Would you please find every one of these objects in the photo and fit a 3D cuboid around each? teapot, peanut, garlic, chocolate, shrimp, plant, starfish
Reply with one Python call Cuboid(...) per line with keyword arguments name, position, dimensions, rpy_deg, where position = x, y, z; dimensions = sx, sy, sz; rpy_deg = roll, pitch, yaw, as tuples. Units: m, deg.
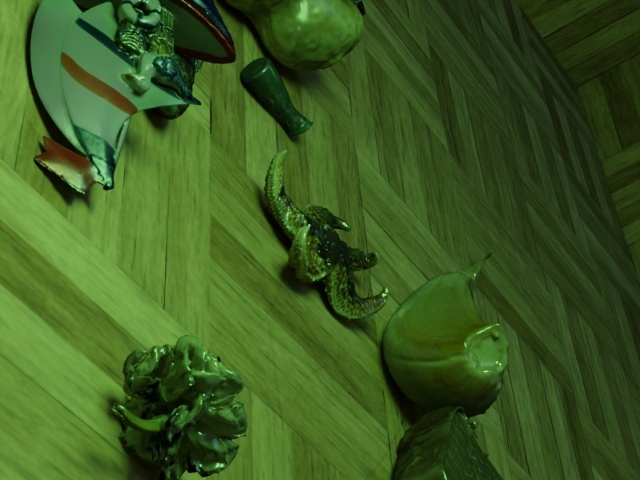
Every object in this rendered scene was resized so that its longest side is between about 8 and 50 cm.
Cuboid(name="teapot", position=(-0.052, -0.173, 1.803), dimensions=(0.110, 0.043, 0.043), rpy_deg=(52, 22, -33))
Cuboid(name="peanut", position=(-0.044, -0.308, 1.883), dimensions=(0.253, 0.122, 0.137), rpy_deg=(44, 34, -35))
Cuboid(name="garlic", position=(0.158, 0.118, 1.749), dimensions=(0.145, 0.164, 0.245), rpy_deg=(36, 21, -16))
Cuboid(name="chocolate", position=(0.139, 0.282, 1.580), dimensions=(0.148, 0.093, 0.214), rpy_deg=(57, 19, -7))
Cuboid(name="shrimp", position=(-0.158, -0.229, 1.530), dimensions=(0.079, 0.090, 0.233), rpy_deg=(110, -23, -58))
Cuboid(name="plant", position=(-0.117, 0.139, 1.141), dimensions=(0.122, 0.104, 0.116), rpy_deg=(-27, 99, -64))
Cuboid(name="starfish", position=(-0.002, 0.001, 1.665), dimensions=(0.216, 0.071, 0.238), rpy_deg=(55, 10, -1))

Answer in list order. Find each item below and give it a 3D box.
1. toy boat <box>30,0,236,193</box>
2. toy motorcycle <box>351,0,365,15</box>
Cuboid(name="toy boat", position=(-0.213, -0.181, 1.367), dimensions=(0.219, 0.072, 0.318), rpy_deg=(41, 47, -2))
Cuboid(name="toy motorcycle", position=(0.013, -0.396, 2.211), dimensions=(0.122, 0.080, 0.215), rpy_deg=(65, 15, 3))
